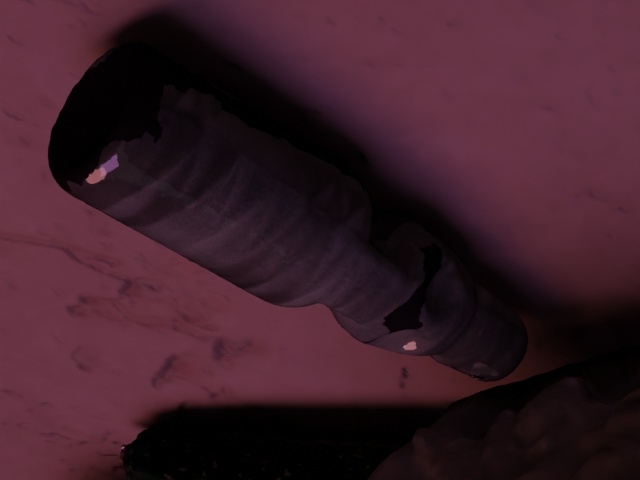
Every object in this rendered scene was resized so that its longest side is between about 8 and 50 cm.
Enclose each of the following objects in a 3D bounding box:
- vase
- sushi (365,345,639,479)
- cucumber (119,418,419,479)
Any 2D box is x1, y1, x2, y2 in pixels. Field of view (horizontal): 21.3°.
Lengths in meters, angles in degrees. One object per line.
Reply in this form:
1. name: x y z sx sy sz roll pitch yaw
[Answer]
1. vase: 0.000 0.000 0.632 0.211 0.060 0.060 30 145 -32
2. sushi: 0.168 0.142 0.625 0.350 0.211 0.171 -21 126 15
3. cucumber: 0.008 0.117 0.803 0.245 0.067 0.067 -4 144 23
